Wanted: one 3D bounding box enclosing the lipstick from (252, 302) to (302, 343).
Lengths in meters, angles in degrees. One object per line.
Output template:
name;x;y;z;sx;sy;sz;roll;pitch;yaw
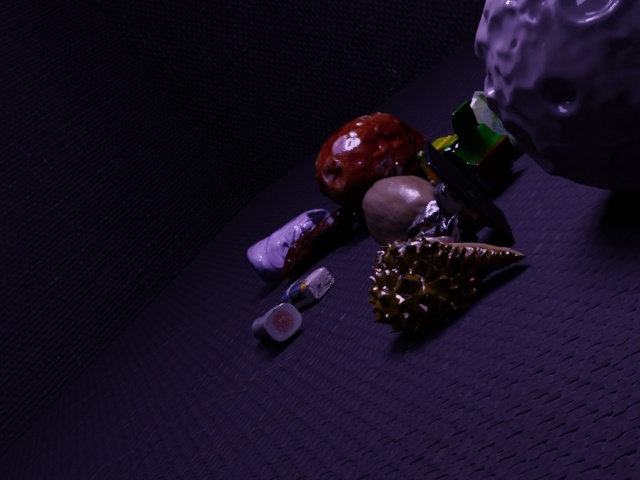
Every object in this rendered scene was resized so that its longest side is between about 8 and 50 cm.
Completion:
lipstick;-0.085;0.149;1.823;0.063;0.057;0.186;-42;4;-18

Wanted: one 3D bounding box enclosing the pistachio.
pistachio;0.137;-0.050;1.738;0.185;0.108;0.126;-6;57;61

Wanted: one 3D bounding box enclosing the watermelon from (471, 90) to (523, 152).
watermelon;0.286;-0.182;1.785;0.098;0.121;0.158;-65;12;-15

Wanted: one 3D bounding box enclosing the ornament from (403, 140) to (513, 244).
ornament;0.136;-0.001;1.430;0.196;0.153;0.166;-48;7;14

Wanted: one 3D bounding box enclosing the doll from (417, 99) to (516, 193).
doll;0.224;-0.132;1.682;0.106;0.134;0.186;-45;4;-22

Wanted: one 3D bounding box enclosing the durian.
durian;0.141;0.034;1.291;0.224;0.078;0.140;-21;35;33

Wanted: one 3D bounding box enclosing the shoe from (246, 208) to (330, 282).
shoe;-0.064;0.004;2.312;0.138;0.095;0.245;-38;2;29

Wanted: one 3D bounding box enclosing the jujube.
jujube;0.107;-0.154;2.111;0.197;0.197;0.290;-33;-4;36

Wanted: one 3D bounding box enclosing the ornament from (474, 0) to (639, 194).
ornament;0.332;-0.225;1.145;0.337;0.337;0.337;-38;9;7

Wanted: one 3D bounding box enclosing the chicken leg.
chicken leg;0.000;0.000;2.181;0.234;0.063;0.105;-38;4;20

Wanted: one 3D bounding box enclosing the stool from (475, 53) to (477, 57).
stool;0.385;-0.309;1.594;0.178;0.272;0.272;-57;12;-10

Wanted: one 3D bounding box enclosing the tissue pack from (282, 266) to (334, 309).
tissue pack;-0.022;0.087;1.895;0.083;0.042;0.062;-28;12;49
